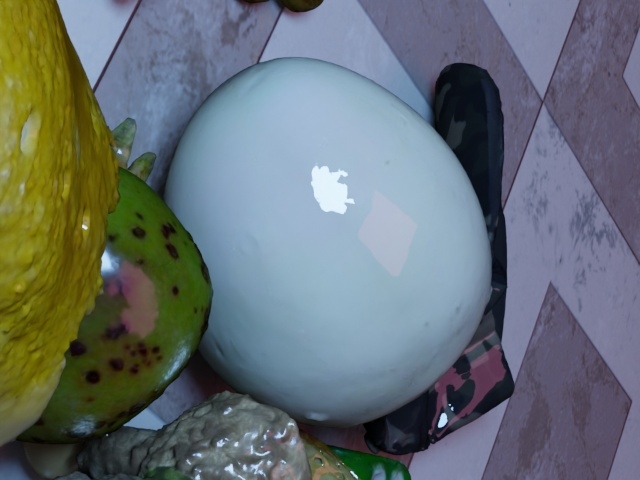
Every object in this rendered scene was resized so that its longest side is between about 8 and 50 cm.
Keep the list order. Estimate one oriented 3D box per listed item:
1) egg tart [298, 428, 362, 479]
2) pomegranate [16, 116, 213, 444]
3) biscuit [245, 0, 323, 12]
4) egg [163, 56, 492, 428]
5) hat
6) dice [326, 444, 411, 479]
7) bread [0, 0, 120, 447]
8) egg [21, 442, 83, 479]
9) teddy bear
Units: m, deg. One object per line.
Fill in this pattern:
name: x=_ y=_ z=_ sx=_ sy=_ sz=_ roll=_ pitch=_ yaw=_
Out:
egg tart: x=-0.053 y=0.295 z=1.437 sx=0.288 sy=0.118 sz=0.288 roll=15 pitch=50 yaw=-19
pomegranate: x=-0.176 y=0.016 z=1.200 sx=0.286 sy=0.231 sz=0.231 roll=-53 pitch=134 yaw=-37
biscuit: x=-0.035 y=-0.337 z=1.525 sx=0.180 sy=0.039 sz=0.236 roll=6 pitch=89 yaw=-51
egg: x=0.000 y=0.000 z=1.404 sx=0.283 sy=0.283 sz=0.345 roll=-58 pitch=137 yaw=-34
hat: x=0.109 y=0.018 z=1.710 sx=0.366 sy=0.257 sz=0.381 roll=79 pitch=-8 yaw=-61
dice: x=0.014 y=0.271 z=1.597 sx=0.131 sy=0.120 sz=0.128 roll=27 pitch=71 yaw=-55
bread: x=-0.253 y=-0.044 z=0.903 sx=0.394 sy=0.250 sz=0.361 roll=94 pitch=-1 yaw=-68
egg: x=-0.208 y=0.154 z=1.308 sx=0.071 sy=0.071 sz=0.083 roll=46 pitch=56 yaw=-47
teddy bear: x=-0.096 y=0.234 z=1.250 sx=0.222 sy=0.246 sz=0.296 roll=-38 pitch=167 yaw=-11
